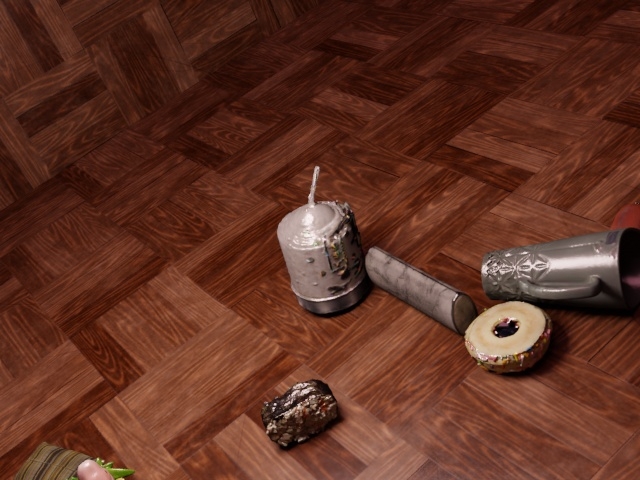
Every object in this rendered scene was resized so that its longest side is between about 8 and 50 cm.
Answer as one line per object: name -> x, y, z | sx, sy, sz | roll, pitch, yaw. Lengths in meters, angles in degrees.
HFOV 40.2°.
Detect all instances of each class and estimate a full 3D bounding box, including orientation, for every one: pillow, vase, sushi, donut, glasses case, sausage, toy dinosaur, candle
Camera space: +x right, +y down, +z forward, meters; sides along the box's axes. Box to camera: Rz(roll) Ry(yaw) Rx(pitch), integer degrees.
pillow -> -0.565, 0.494, 1.878 | 0.203, 0.038, 0.113 | 3, 42, 34
vase -> 0.468, 0.065, 1.706 | 0.300, 0.156, 0.251 | -4, 14, 31
sushi -> -0.040, 0.338, 1.717 | 0.150, 0.091, 0.078 | -28, 30, -2
donut -> 0.365, 0.189, 1.686 | 0.174, 0.068, 0.175 | -19, 33, 12
glasses case -> 0.208, 0.103, 1.861 | 0.060, 0.114, 0.299 | -38, 36, -18
sausage -> 0.637, -0.022, 1.803 | 0.076, 0.076, 0.141 | 6, 44, 37
toy dinosaur -> -0.408, 0.481, 1.672 | 0.152, 0.194, 0.177 | -27, 13, -30
candle -> 0.000, 0.000, 1.954 | 0.187, 0.330, 0.187 | -10, 36, 7
